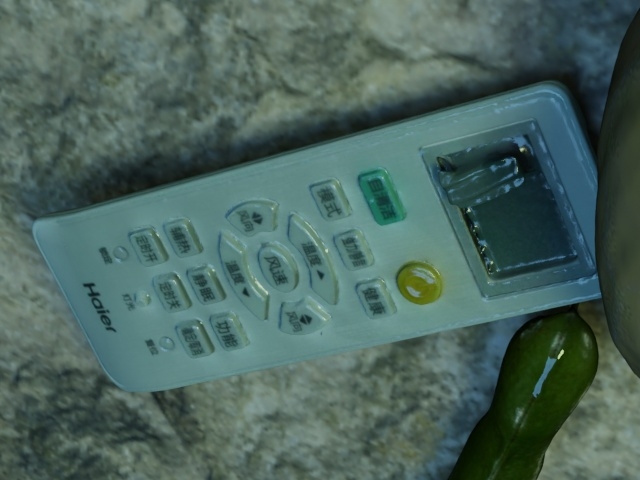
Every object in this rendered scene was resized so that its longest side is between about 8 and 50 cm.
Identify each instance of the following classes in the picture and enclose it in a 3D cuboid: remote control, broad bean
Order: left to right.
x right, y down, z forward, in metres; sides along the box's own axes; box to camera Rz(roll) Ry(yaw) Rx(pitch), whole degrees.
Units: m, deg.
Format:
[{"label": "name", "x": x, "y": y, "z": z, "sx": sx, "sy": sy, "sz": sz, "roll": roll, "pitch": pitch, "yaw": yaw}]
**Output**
[{"label": "remote control", "x": 0.000, "y": 0.000, "z": 0.892, "sx": 0.293, "sy": 0.051, "sz": 0.103, "roll": -12, "pitch": 114, "yaw": 30}, {"label": "broad bean", "x": 0.071, "y": 0.120, "z": 0.928, "sx": 0.053, "sy": 0.052, "sz": 0.256, "roll": 11, "pitch": 133, "yaw": -23}]

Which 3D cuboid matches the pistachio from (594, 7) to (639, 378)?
[{"label": "pistachio", "x": 0.171, "y": -0.028, "z": 0.728, "sx": 0.138, "sy": 0.153, "sz": 0.238, "roll": -9, "pitch": 126, "yaw": -12}]
